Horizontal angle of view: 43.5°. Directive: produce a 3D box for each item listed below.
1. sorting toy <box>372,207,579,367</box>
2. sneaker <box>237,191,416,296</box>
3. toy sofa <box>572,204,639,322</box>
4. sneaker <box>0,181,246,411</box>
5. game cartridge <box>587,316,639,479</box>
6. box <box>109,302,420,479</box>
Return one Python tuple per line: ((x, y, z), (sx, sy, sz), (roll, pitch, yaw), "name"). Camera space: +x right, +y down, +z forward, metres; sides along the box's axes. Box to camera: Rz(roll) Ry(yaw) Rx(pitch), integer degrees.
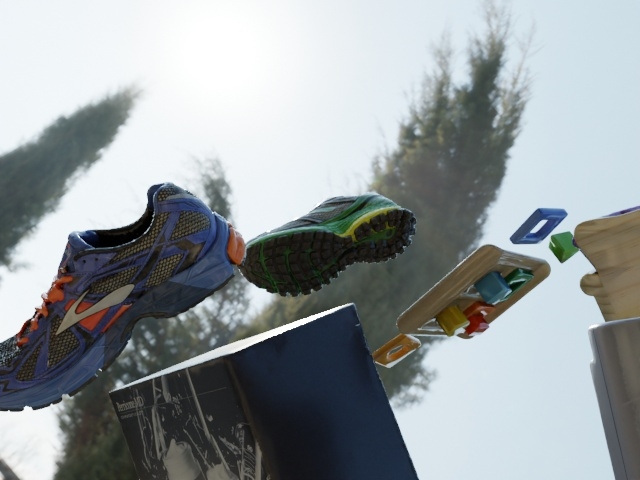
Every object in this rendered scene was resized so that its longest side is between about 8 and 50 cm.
((0.223, 0.088, 1.120), (0.348, 0.196, 0.047), (-44, -123, 23), "sorting toy")
((0.000, 0.000, 1.494), (0.146, 0.343, 0.134), (42, -40, 51), "sneaker")
((0.488, -0.004, 0.917), (0.362, 0.150, 0.177), (-25, -95, 29), "toy sofa")
((-0.165, 0.035, 0.572), (0.087, 0.221, 0.083), (57, -8, -27), "sneaker")
((0.359, 0.141, 0.601), (0.060, 0.294, 0.196), (131, -48, -76), "game cartridge")
((-0.065, 0.273, 0.938), (0.343, 0.179, 0.312), (-26, -97, 53), "box")
